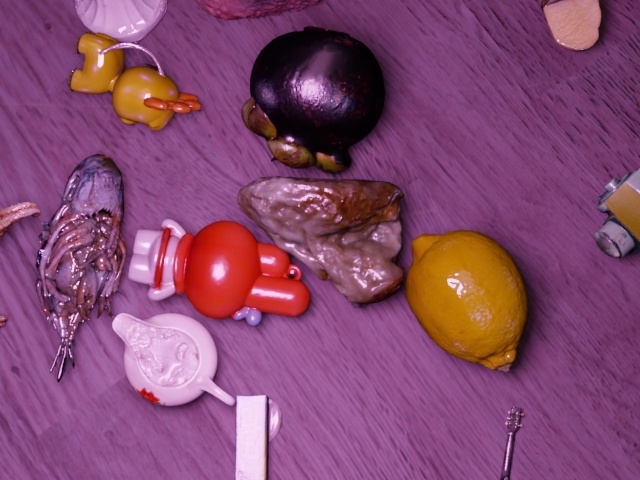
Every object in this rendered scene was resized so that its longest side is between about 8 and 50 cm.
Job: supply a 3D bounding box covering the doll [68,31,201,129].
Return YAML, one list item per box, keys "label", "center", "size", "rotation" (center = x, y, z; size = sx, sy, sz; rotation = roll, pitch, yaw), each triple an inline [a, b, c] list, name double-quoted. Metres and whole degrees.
- label: "doll"
  center: [-0.305, -0.260, 1.708]
  size: [0.221, 0.143, 0.135]
  rotation: [24, 106, 13]

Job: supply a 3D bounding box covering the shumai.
- label: "shumai"
  center: [0.000, 0.000, 1.601]
  size: [0.272, 0.222, 0.203]
  rotation: [6, 91, 6]

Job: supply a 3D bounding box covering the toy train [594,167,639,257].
- label: "toy train"
  center: [0.598, -0.125, 1.588]
  size: [0.397, 0.253, 0.160]
  rotation: [-41, 80, -8]

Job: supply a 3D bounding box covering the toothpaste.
- label: "toothpaste"
  center: [-0.096, 0.339, 1.591]
  size: [0.070, 0.044, 0.193]
  rotation: [-1, 76, 1]

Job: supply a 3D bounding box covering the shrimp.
- label: "shrimp"
  center: [-0.394, 0.029, 1.611]
  size: [0.137, 0.172, 0.372]
  rotation: [-21, 57, 40]

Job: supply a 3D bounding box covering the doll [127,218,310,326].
- label: "doll"
  center: [-0.156, 0.048, 1.623]
  size: [0.290, 0.130, 0.161]
  rotation: [10, 72, -2]

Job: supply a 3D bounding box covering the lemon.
- label: "lemon"
  center: [0.231, 0.088, 1.579]
  size: [0.184, 0.184, 0.248]
  rotation: [-34, 89, -7]

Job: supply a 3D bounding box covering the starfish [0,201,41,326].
- label: "starfish"
  center: [-0.587, 0.007, 1.655]
  size: [0.312, 0.113, 0.303]
  rotation: [-25, 74, 4]

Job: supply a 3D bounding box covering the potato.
- label: "potato"
  center: [0.432, -0.365, 1.747]
  size: [0.096, 0.066, 0.103]
  rotation: [-8, 81, 14]

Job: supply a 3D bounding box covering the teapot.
- label: "teapot"
  center: [-0.226, 0.193, 1.605]
  size: [0.226, 0.092, 0.145]
  rotation: [31, 81, 8]

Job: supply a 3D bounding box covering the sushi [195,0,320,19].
- label: "sushi"
  center: [-0.126, -0.443, 1.759]
  size: [0.241, 0.107, 0.161]
  rotation: [39, 83, 9]

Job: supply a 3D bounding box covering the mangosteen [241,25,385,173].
- label: "mangosteen"
  center: [-0.011, -0.227, 1.653]
  size: [0.243, 0.243, 0.242]
  rotation: [0, 76, 1]

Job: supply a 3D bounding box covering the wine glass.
- label: "wine glass"
  center: [-0.349, -0.444, 1.715]
  size: [0.165, 0.196, 0.164]
  rotation: [0, 75, -1]

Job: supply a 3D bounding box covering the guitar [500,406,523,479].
- label: "guitar"
  center: [0.287, 0.374, 1.584]
  size: [0.088, 0.025, 0.233]
  rotation: [11, 77, 5]
